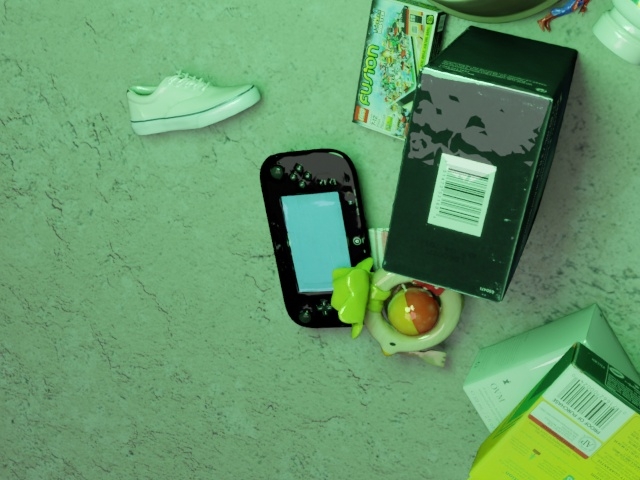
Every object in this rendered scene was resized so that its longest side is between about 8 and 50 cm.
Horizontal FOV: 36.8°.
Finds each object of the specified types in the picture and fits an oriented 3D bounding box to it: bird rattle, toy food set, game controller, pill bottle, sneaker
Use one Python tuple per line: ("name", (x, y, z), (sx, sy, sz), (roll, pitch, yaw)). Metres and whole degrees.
("bird rattle", (0.145, 0.081, 1.557), (0.254, 0.143, 0.207), (-24, 116, 1))
("toy food set", (0.173, 0.108, 1.621), (0.132, 0.038, 0.192), (14, 108, 6))
("game controller", (0.000, 0.000, 1.613), (0.166, 0.067, 0.319), (0, 113, 26))
("pill bottle", (0.460, -0.339, 1.271), (0.117, 0.117, 0.208), (38, 122, 3))
("sneaker", (-0.224, -0.239, 1.617), (0.258, 0.094, 0.091), (-8, 113, 26))

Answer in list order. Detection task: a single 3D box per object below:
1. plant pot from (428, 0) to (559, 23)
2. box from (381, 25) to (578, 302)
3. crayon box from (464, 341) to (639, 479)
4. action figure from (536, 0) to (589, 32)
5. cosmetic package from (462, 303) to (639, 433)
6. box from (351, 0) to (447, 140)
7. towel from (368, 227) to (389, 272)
("plant pot", (0.205, -0.424, 1.249), (0.323, 0.280, 0.323), (9, 116, 20))
("box", (0.232, -0.120, 1.360), (0.183, 0.294, 0.296), (16, 117, 13))
("crayon box", (0.370, 0.330, 1.462), (0.202, 0.081, 0.318), (37, 120, 3))
("action figure", (0.363, -0.335, 1.362), (0.115, 0.038, 0.030), (-38, 72, 32))
("cosmetic package", (0.391, 0.259, 1.551), (0.225, 0.138, 0.224), (-28, 99, 29))
("box", (0.119, -0.265, 1.483), (0.114, 0.036, 0.207), (22, 119, 25))
("towel", (0.049, 0.041, 1.665), (0.197, 0.029, 0.144), (4, 113, 24))
